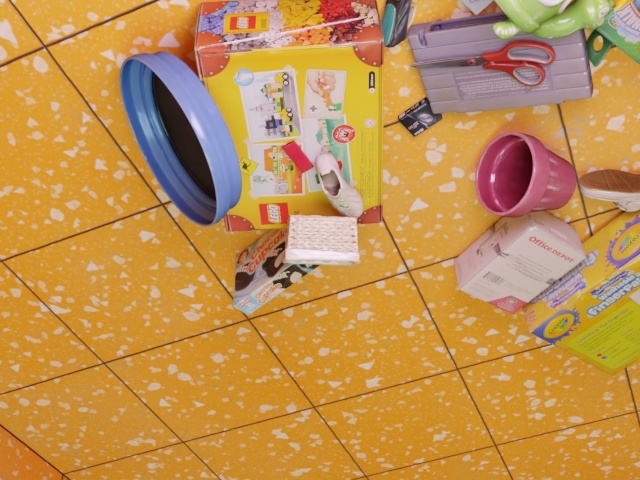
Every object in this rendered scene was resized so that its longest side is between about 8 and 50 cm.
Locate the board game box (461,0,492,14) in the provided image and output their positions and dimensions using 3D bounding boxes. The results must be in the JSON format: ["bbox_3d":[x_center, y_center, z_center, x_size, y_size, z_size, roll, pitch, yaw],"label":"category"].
[{"bbox_3d":[0.312,-0.641,1.543,0.318,0.065,0.319,32,125,-29],"label":"board game box"}]

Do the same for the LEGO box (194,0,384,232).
[{"bbox_3d":[-0.053,-0.266,1.802,0.373,0.193,0.500,-3,134,0],"label":"LEGO box"}]

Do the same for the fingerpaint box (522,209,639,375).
[{"bbox_3d":[0.847,0.144,2.261,0.371,0.163,0.445,26,127,-26],"label":"fingerpaint box"}]

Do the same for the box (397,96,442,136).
[{"bbox_3d":[0.234,-0.289,1.914,0.083,0.018,0.067,-31,127,25],"label":"box"}]

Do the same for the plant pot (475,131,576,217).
[{"bbox_3d":[0.505,-0.147,1.957,0.180,0.201,0.201,8,135,-31],"label":"plant pot"}]

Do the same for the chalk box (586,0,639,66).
[{"bbox_3d":[0.633,-0.480,1.627,0.179,0.180,0.289,28,124,-27],"label":"chalk box"}]

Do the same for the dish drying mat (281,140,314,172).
[{"bbox_3d":[-0.048,-0.179,1.745,0.032,0.008,0.083,-25,130,19],"label":"dish drying mat"}]

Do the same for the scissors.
[{"bbox_3d":[0.335,-0.384,1.702,0.297,0.021,0.109,12,145,13],"label":"scissors"}]

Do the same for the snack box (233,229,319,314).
[{"bbox_3d":[-0.096,0.036,2.098,0.322,0.187,0.060,-36,125,28],"label":"snack box"}]

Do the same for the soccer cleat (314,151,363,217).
[{"bbox_3d":[0.038,-0.105,1.774,0.068,0.076,0.196,-20,133,15],"label":"soccer cleat"}]

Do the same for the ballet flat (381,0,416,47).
[{"bbox_3d":[0.169,-0.497,1.683,0.074,0.074,0.203,4,128,-7],"label":"ballet flat"}]

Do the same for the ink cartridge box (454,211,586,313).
[{"bbox_3d":[0.531,0.049,2.186,0.207,0.117,0.283,25,129,-24],"label":"ink cartridge box"}]

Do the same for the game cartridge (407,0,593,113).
[{"bbox_3d":[0.386,-0.381,1.740,0.355,0.068,0.230,-1,142,26],"label":"game cartridge"}]

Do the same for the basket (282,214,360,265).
[{"bbox_3d":[0.000,0.000,1.831,0.167,0.103,0.113,1,174,-6],"label":"basket"}]

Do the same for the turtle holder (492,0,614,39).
[{"bbox_3d":[0.387,-0.491,1.455,0.227,0.243,0.320,-33,96,28],"label":"turtle holder"}]

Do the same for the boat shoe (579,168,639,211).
[{"bbox_3d":[0.779,-0.114,2.052,0.277,0.098,0.096,2,133,-6],"label":"boat shoe"}]

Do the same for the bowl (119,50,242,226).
[{"bbox_3d":[-0.297,-0.218,1.743,0.077,0.391,0.391,-30,140,-25],"label":"bowl"}]
